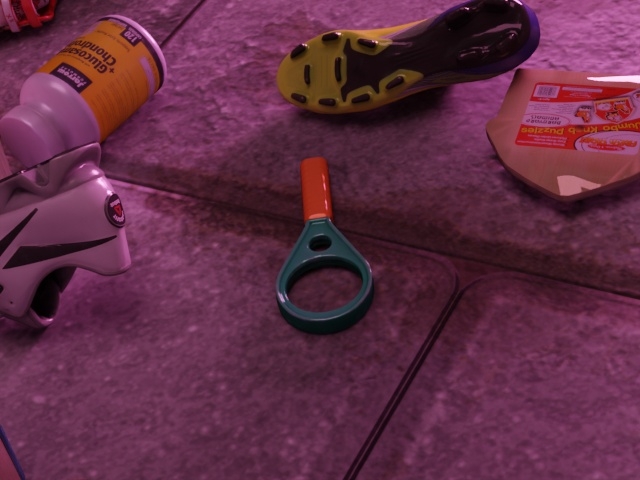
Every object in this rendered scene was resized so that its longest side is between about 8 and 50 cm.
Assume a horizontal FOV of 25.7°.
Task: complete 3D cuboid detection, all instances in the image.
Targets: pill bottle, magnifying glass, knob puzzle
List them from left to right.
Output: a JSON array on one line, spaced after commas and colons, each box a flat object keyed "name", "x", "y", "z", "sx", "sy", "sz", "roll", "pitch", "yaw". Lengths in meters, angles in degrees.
[{"name": "pill bottle", "x": -0.260, "y": -0.157, "z": 1.530, "sx": 0.103, "sy": 0.103, "sz": 0.184, "roll": 19, "pitch": 50, "yaw": 30}, {"name": "magnifying glass", "x": 0.000, "y": 0.000, "z": 1.353, "sx": 0.092, "sy": 0.026, "sz": 0.231, "roll": -9, "pitch": 41, "yaw": 4}, {"name": "knob puzzle", "x": 0.258, "y": -0.097, "z": 1.392, "sx": 0.213, "sy": 0.030, "sz": 0.213, "roll": -6, "pitch": 42, "yaw": 6}]

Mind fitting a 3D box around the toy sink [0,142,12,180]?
[{"name": "toy sink", "x": -0.452, "y": -0.119, "z": 1.499, "sx": 0.131, "sy": 0.153, "sz": 0.234, "roll": -35, "pitch": 47, "yaw": -23}]

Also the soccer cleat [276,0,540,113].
[{"name": "soccer cleat", "x": 0.096, "y": -0.189, "z": 1.506, "sx": 0.289, "sy": 0.121, "sz": 0.093, "roll": -12, "pitch": 82, "yaw": 19}]

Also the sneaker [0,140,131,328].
[{"name": "sneaker", "x": -0.325, "y": 0.029, "z": 1.335, "sx": 0.330, "sy": 0.146, "sz": 0.122, "roll": -19, "pitch": 8, "yaw": 28}]

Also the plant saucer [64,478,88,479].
[{"name": "plant saucer", "x": -0.212, "y": 0.227, "z": 1.161, "sx": 0.083, "sy": 0.015, "sz": 0.083, "roll": -7, "pitch": 42, "yaw": 6}]

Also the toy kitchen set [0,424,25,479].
[{"name": "toy kitchen set", "x": -0.343, "y": 0.122, "z": 1.228, "sx": 0.207, "sy": 0.122, "sz": 0.166, "roll": 7, "pitch": 45, "yaw": 20}]

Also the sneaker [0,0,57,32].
[{"name": "sneaker", "x": -0.421, "y": -0.276, "z": 1.710, "sx": 0.145, "sy": 0.090, "sz": 0.270, "roll": 7, "pitch": 43, "yaw": 24}]
